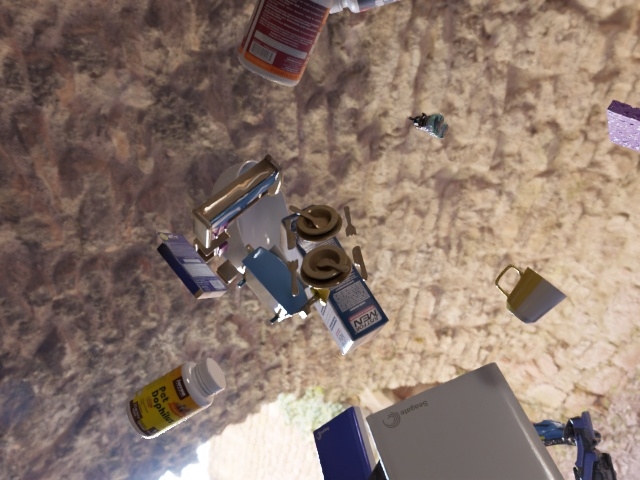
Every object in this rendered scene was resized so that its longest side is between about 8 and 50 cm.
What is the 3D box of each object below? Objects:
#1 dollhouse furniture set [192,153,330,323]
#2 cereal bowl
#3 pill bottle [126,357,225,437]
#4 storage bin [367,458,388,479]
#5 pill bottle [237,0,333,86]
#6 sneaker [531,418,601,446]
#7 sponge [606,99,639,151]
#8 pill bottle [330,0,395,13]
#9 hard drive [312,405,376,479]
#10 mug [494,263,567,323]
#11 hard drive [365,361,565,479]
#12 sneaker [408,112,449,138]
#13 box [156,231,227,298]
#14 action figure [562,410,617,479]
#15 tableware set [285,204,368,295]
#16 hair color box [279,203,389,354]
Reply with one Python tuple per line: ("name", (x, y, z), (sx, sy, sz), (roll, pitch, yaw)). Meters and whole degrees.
("dollhouse furniture set", (-0.098, 0.028, 1.079), (0.198, 0.303, 0.286), (-40, -5, -21))
("cereal bowl", (-0.219, -0.054, 1.469), (0.339, 0.141, 0.338), (-11, -90, -70))
("pill bottle", (-0.337, 0.366, 1.194), (0.215, 0.117, 0.117), (-30, -19, 2))
("storage bin", (0.185, 0.513, 1.079), (0.122, 0.084, 0.180), (19, -76, -29))
("pill bottle", (-0.051, -0.393, 0.871), (0.221, 0.121, 0.121), (-62, -14, 26))
("sneaker", (0.703, 0.556, 1.481), (0.082, 0.210, 0.069), (-84, -19, -47))
("sponge", (0.748, -0.262, 1.196), (0.210, 0.117, 0.031), (18, -78, -57))
("pill bottle", (0.097, -0.547, 1.067), (0.108, 0.180, 0.107), (-12, -90, -79))
("hard drive", (0.080, 0.642, 1.363), (0.040, 0.318, 0.210), (9, -41, -34))
("mug", (0.284, 0.075, 0.691), (0.062, 0.078, 0.064), (25, -73, -45))
("hard drive", (0.233, 0.376, 0.721), (0.233, 0.353, 0.047), (-24, -40, 3))
("sneaker", (0.190, -0.215, 0.918), (0.038, 0.069, 0.098), (-64, -22, 5))
("box", (-0.371, 0.069, 1.425), (0.036, 0.225, 0.136), (-44, -15, 11))
("action figure", (0.488, 0.471, 0.899), (0.179, 0.330, 0.341), (5, -103, -32))
("tableware set", (0.000, 0.000, 0.865), (0.194, 0.128, 0.039), (-100, -4, -46))
("hair color box", (0.023, 0.099, 1.269), (0.105, 0.347, 0.174), (-26, -18, -15))
